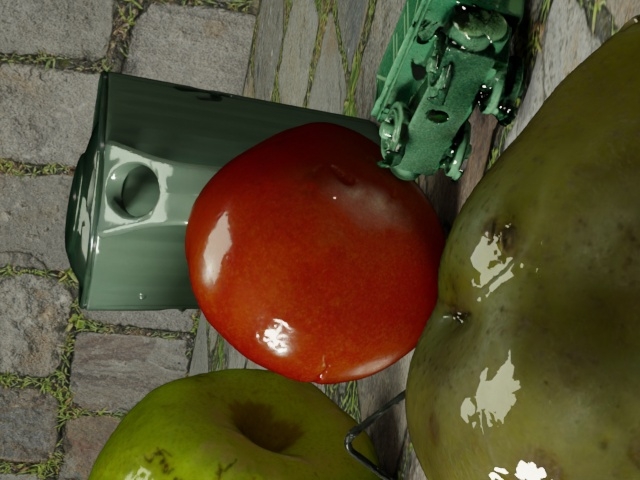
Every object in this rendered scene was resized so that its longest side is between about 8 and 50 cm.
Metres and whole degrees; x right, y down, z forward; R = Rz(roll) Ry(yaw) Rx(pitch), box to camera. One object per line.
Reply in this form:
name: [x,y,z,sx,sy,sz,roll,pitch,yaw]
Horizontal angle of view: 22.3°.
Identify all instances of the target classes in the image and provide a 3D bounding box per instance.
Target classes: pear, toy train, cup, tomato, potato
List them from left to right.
cup: [-0.129,-0.030,2.100,0.401,0.392,0.310,-102,20,-60]
pear: [-0.103,0.347,1.885,0.391,0.391,0.391,-175,90,-80]
tomato: [0.000,0.000,1.719,0.226,0.299,0.298,-58,23,29]
toy train: [0.127,-0.161,1.574,0.269,0.115,0.154,113,168,-60]
potato: [0.175,0.027,0.999,0.218,0.202,0.351,90,-163,-78]

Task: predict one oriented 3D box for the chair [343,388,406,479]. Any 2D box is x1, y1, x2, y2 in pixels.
chair: [0.144,0.225,1.313,0.145,0.221,0.140,-36,28,14]
